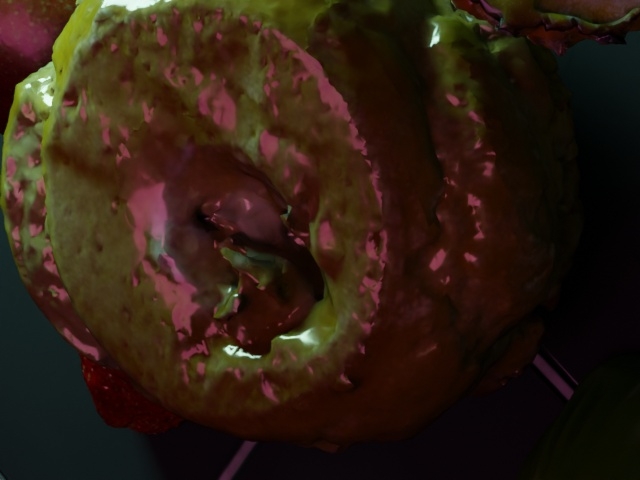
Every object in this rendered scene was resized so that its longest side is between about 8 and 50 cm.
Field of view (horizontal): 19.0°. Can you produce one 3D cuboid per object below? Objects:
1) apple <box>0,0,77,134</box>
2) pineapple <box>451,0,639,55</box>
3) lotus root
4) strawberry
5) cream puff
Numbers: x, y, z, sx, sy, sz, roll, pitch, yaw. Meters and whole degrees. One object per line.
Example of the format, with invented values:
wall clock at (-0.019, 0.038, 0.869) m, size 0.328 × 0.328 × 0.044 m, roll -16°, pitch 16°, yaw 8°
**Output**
apple at (-0.177, -0.147, 1.267) m, size 0.168 × 0.181 × 0.181 m, roll 44°, pitch 129°, yaw 26°
pineapple at (0.129, -0.194, 1.004) m, size 0.221 × 0.221 × 0.047 m, roll 60°, pitch 172°, yaw 6°
lotus root at (0.171, 0.171, 1.094) m, size 0.186 × 0.186 × 0.186 m, roll 16°, pitch 116°, yaw 36°
strawberry at (-0.136, 0.072, 1.391) m, size 0.146 × 0.082 × 0.187 m, roll 37°, pitch 132°, yaw 33°
cream puff at (-0.008, -0.038, 1.125) m, size 0.343 × 0.231 × 0.327 m, roll -24°, pitch 95°, yaw 37°
